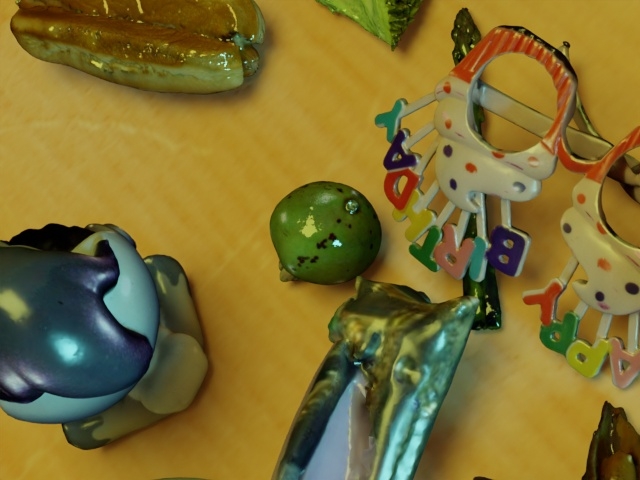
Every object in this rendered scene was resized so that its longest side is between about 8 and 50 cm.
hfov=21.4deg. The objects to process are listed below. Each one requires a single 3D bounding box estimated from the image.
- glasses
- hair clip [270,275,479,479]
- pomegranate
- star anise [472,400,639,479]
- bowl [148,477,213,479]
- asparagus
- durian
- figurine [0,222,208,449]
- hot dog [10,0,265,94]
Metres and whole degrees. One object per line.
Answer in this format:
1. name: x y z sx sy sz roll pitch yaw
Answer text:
1. glasses: 0.144 -0.024 1.021 0.255 0.095 0.162 39 109 26
2. hair clip: 0.018 0.182 0.972 0.095 0.110 0.359 8 71 19
3. pomegranate: 0.004 -0.002 1.101 0.073 0.084 0.073 0 70 0
4. star anise: 0.153 0.166 0.941 0.212 0.053 0.157 -30 58 19
5. bowl: -0.149 0.292 1.006 0.345 0.157 0.346 -13 64 27
6. asparagus: 0.098 -0.052 1.088 0.022 0.023 0.233 6 66 -15
7. durian: 0.005 -0.222 1.186 0.215 0.086 0.100 47 110 34
8. figurine: -0.154 0.063 1.070 0.145 0.222 0.145 -9 70 25
9. hot dog: -0.142 -0.159 1.252 0.235 0.062 0.092 19 80 33
